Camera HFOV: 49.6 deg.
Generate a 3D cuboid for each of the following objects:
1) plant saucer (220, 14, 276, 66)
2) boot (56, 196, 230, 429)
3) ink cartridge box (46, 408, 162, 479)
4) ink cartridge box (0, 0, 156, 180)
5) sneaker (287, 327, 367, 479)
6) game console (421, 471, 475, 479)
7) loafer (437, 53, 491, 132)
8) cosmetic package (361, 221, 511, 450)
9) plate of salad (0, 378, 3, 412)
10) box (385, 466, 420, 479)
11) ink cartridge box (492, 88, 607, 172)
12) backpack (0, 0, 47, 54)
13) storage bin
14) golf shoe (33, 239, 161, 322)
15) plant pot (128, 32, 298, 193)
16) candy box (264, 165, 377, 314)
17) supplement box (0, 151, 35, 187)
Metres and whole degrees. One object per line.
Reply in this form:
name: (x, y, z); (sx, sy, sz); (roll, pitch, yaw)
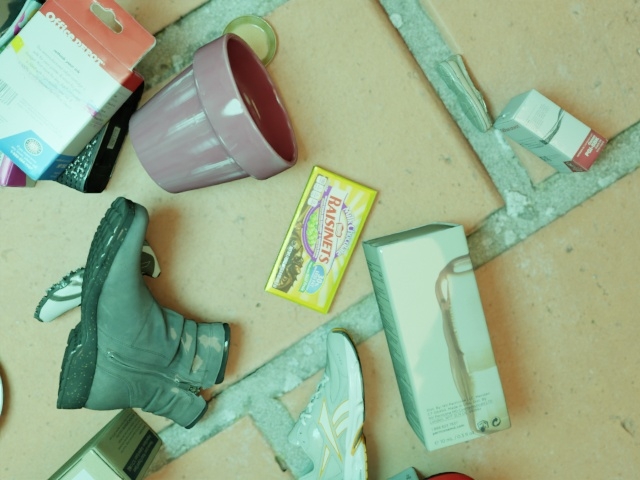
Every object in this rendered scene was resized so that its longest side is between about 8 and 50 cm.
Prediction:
plant saucer: (-0.108, -0.294, 1.036); (0.083, 0.015, 0.084); (0, 94, -2)
boot: (-0.228, 0.107, 0.980); (0.222, 0.118, 0.338); (12, 116, -21)
ink cartridge box: (-0.351, 0.367, 0.981); (0.234, 0.193, 0.088); (-43, 95, 1)
ink cartridge box: (-0.323, -0.204, 0.876); (0.134, 0.078, 0.231); (43, 91, -5)
sneaker: (0.008, 0.263, 1.043); (0.121, 0.099, 0.263); (-2, 93, 2)
game console: (0.122, 0.512, 1.005); (0.342, 0.060, 0.387); (-28, 124, 3)
loafer: (0.227, -0.224, 1.046); (0.039, 0.045, 0.125); (-35, 92, -7)
cosmetic package: (0.165, 0.130, 1.013); (0.129, 0.153, 0.296); (-15, 96, -3)
plate of salad: (-0.571, 0.236, 1.034); (0.199, 0.048, 0.200); (0, 83, -2)
box: (0.125, 0.421, 1.054); (0.102, 0.101, 0.087); (-27, 95, -1)
ink cartridge box: (0.337, -0.160, 1.026); (0.135, 0.099, 0.056); (33, 92, -5)
backpack: (-0.454, -0.356, 0.926); (0.225, 0.191, 0.254); (27, 85, -2)
storage bin: (-0.327, -0.164, 0.980); (0.084, 0.122, 0.180); (21, 93, -4)
golf shoe: (-0.327, 0.073, 1.020); (0.198, 0.077, 0.094); (-37, 95, 1)
plant pot: (-0.155, -0.158, 0.965); (0.180, 0.201, 0.201); (-23, 95, 14)
candy box: (0.000, 0.000, 1.056); (0.105, 0.027, 0.206); (21, 93, -7)
supplement box: (-0.512, -0.159, 0.977); (0.220, 0.111, 0.114); (20, 92, -5)
